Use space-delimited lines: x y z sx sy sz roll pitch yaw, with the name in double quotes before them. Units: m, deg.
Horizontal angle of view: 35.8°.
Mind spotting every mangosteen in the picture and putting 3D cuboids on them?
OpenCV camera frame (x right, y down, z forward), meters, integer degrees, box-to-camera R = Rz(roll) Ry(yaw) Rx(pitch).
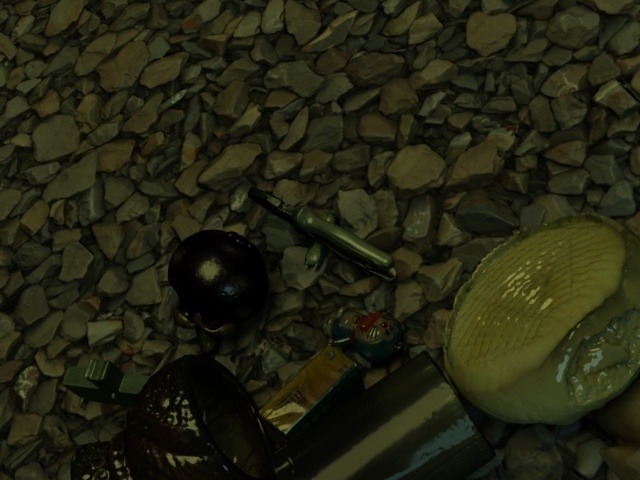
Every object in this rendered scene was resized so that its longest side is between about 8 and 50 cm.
"mangosteen" -0.196 0.094 1.806 0.194 0.194 0.231 29 100 31

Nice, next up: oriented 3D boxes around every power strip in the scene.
"power strip" -0.370 0.263 1.781 0.215 0.145 0.061 2 61 22

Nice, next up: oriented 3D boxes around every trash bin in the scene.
"trash bin" 0.099 0.334 1.530 0.301 0.203 0.252 -34 21 -3

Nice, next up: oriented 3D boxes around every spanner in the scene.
"spanner" -0.002 -0.018 1.808 0.324 0.096 0.040 29 74 21

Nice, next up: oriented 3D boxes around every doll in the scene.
"doll" 0.000 0.000 1.867 0.037 0.027 0.125 12 66 18
"doll" 0.082 0.161 1.711 0.152 0.085 0.114 20 50 40

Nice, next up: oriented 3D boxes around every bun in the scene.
"bun" 0.371 0.139 1.527 0.364 0.202 0.364 -35 25 19

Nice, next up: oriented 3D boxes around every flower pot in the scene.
"flower pot" -0.248 0.356 1.625 0.267 0.266 0.267 -32 55 13

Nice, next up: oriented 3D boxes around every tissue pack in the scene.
"tissue pack" -0.013 0.269 1.646 0.169 0.120 0.082 -41 57 -17

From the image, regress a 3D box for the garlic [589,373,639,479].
"garlic" 0.567 0.262 1.446 0.325 0.132 0.279 27 65 26
